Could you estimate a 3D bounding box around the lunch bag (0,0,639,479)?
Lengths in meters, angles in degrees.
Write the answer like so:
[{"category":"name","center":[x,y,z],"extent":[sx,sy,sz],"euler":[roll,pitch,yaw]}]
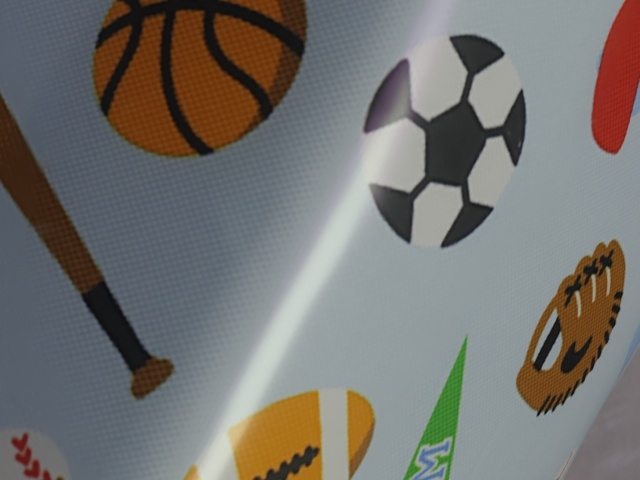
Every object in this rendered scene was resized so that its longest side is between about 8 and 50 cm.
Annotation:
[{"category":"lunch bag","center":[0.000,0.000,0.550],"extent":[0.328,0.239,0.385],"euler":[-60,151,-2]}]
